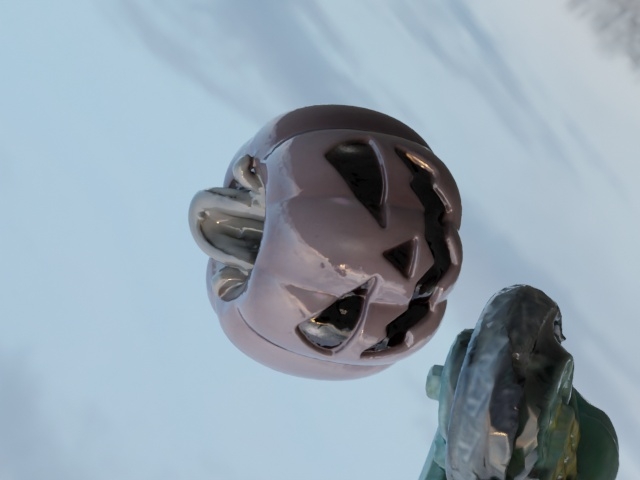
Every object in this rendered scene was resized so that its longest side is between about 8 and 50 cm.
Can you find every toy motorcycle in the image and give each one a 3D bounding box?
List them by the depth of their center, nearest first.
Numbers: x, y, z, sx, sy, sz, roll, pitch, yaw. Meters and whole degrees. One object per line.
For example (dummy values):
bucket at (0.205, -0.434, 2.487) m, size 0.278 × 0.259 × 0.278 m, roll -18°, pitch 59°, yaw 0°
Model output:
toy motorcycle at (0.056, 0.165, 0.722) m, size 0.109 × 0.296 × 0.198 m, roll 12°, pitch 179°, yaw 18°

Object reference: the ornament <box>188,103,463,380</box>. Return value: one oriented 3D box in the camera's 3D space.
ornament at (0.000, 0.001, 1.171) m, size 0.177 × 0.177 × 0.177 m, roll 46°, pitch -163°, yaw -18°
